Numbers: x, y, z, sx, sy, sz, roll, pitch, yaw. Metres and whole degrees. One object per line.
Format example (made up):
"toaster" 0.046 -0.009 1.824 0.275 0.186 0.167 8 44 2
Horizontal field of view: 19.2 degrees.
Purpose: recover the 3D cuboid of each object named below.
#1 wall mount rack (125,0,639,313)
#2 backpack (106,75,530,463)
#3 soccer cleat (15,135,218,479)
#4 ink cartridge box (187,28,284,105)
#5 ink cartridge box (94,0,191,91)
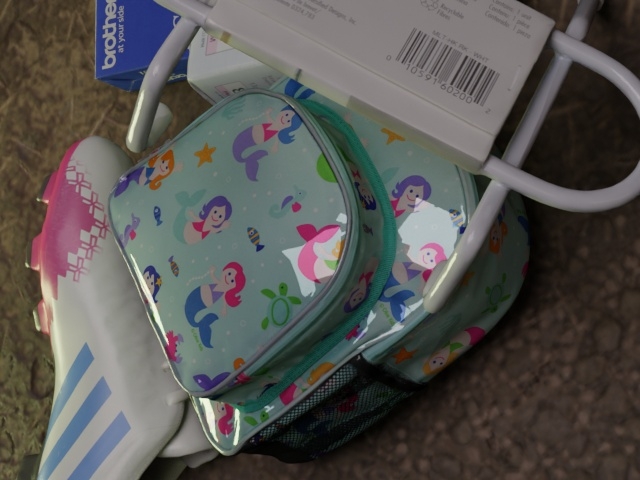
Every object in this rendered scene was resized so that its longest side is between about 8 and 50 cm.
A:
"wall mount rack" 0.045 -0.132 1.147 0.350 0.130 0.304 28 58 2
"backpack" 0.000 0.000 1.254 0.253 0.191 0.225 -33 62 15
"soccer cleat" -0.132 0.091 1.362 0.143 0.116 0.331 1 85 21
"ink cartridge box" 0.022 -0.202 1.332 0.232 0.066 0.189 -13 58 33
"ink cartridge box" -0.121 -0.225 1.452 0.097 0.046 0.207 -8 75 31
